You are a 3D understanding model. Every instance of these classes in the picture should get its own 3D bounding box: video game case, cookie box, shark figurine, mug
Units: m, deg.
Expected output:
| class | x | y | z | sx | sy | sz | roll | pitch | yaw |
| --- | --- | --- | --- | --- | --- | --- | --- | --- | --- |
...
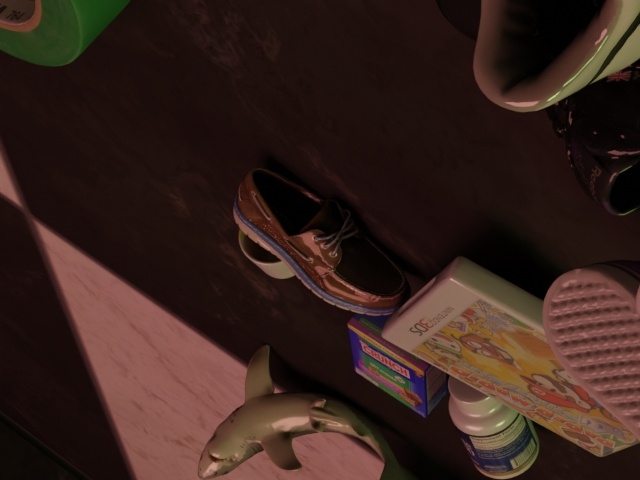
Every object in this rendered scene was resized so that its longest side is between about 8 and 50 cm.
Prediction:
| class | x | y | z | sx | sy | sz | roll | pitch | yaw |
| --- | --- | --- | --- | --- | --- | --- | --- | --- | --- |
| video game case | 0.176 | 0.102 | 1.322 | 0.227 | 0.026 | 0.206 | 29 | 160 | -4 |
| cookie box | 0.075 | 0.113 | 1.554 | 0.092 | 0.040 | 0.107 | 32 | 157 | 21 |
| shark figurine | 0.006 | 0.218 | 1.856 | 0.278 | 0.166 | 0.116 | 8 | 172 | 26 |
| mug | -0.039 | -0.002 | 1.514 | 0.062 | 0.078 | 0.064 | -1 | 157 | 11 |

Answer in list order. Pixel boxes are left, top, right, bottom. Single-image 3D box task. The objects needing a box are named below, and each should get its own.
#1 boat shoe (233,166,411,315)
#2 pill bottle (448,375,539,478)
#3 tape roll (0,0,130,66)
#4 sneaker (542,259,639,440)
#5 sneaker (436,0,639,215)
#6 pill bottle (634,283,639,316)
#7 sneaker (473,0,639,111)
| class | x | y | z | sx | sy | sz | roll | pitch | yaw |
| --- | --- | --- | --- | --- | --- | --- | --- | --- | --- |
| boat shoe | 0.000 | 0.000 | 1.419 | 0.183 | 0.066 | 0.066 | 31 | 149 | 13 |
| pill bottle | 0.156 | 0.161 | 1.478 | 0.067 | 0.067 | 0.120 | 23 | 154 | 37 |
| tape roll | -0.297 | -0.285 | 1.327 | 0.321 | 0.077 | 0.321 | 35 | 159 | 16 |
| sneaker | 0.282 | 0.114 | 1.025 | 0.102 | 0.161 | 0.282 | -53 | 57 | 32 |
| sneaker | 0.161 | -0.085 | 0.886 | 0.283 | 0.124 | 0.107 | 27 | 155 | 31 |
| pill bottle | 0.303 | 0.048 | 0.917 | 0.221 | 0.124 | 0.124 | 32 | 158 | 18 |
| sneaker | 0.120 | -0.190 | 0.664 | 0.122 | 0.146 | 0.330 | 25 | 140 | 28 |
